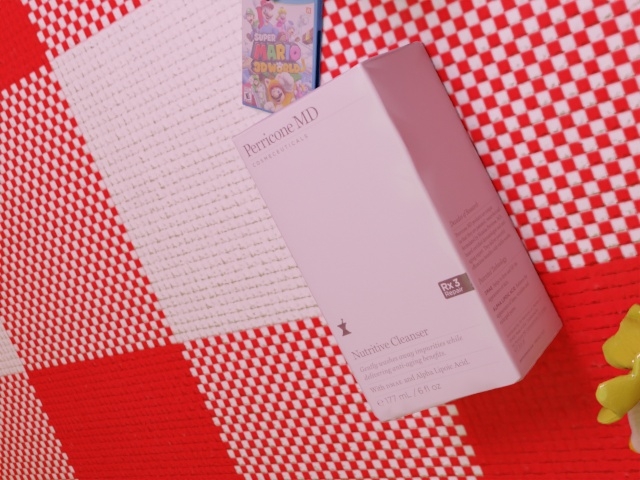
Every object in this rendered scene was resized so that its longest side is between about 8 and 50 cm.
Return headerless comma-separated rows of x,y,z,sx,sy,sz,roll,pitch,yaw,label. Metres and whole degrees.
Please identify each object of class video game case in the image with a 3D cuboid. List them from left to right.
-0.051,-0.240,1.183,0.119,0.015,0.166,21,123,30,video game case

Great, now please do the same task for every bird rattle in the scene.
0.420,0.172,0.977,0.253,0.143,0.207,11,130,20,bird rattle

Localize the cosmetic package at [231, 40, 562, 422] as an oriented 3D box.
0.091,-0.009,1.085,0.217,0.156,0.385,-27,95,38,cosmetic package
